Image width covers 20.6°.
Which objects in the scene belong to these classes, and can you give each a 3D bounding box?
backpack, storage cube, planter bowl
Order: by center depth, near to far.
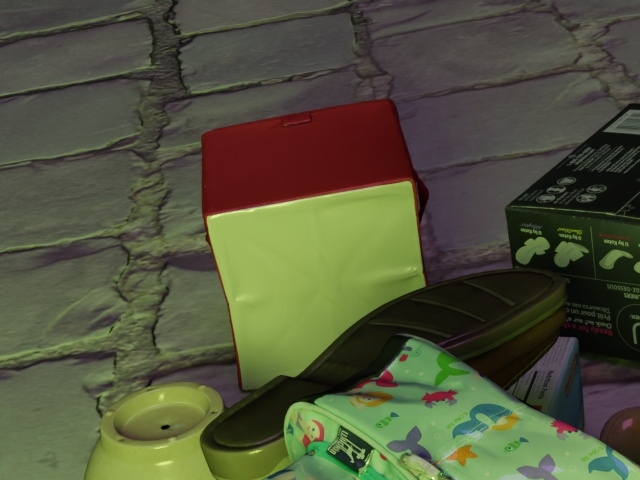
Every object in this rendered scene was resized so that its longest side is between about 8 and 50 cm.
[{"bbox_3d":[0.090,0.197,1.006,0.253,0.225,0.191,21,43,38],"label":"backpack"},{"bbox_3d":[-0.113,0.177,1.358,0.162,0.109,0.162,-8,24,4],"label":"planter bowl"},{"bbox_3d":[0.000,0.000,1.602,0.215,0.184,0.193,-9,25,1],"label":"storage cube"}]

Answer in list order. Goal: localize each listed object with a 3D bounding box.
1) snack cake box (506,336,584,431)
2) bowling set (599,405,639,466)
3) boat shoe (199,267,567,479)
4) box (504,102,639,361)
[{"bbox_3d":[0.101,0.171,1.316,0.152,0.089,0.264,2,27,19],"label":"snack cake box"},{"bbox_3d":[0.262,0.138,1.216,0.287,0.154,0.200,-39,14,-20],"label":"bowling set"},{"bbox_3d":[0.054,0.118,1.225,0.307,0.104,0.110,-26,22,-27],"label":"boat shoe"},{"bbox_3d":[0.296,-0.010,1.565,0.163,0.142,0.247,8,29,35],"label":"box"}]
